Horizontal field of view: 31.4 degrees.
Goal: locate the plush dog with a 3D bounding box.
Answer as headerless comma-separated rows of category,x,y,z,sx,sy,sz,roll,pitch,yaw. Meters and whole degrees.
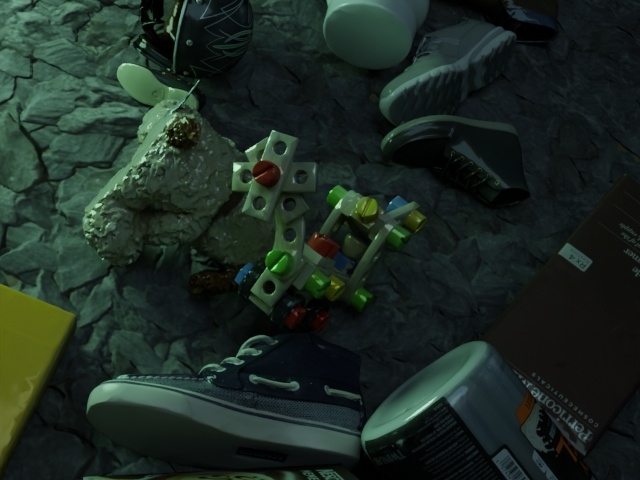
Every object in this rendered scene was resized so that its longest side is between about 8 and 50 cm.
plush dog,-0.140,-0.056,1.468,0.225,0.210,0.262,40,54,-22

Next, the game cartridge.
game cartridge,-0.473,0.171,1.293,0.285,0.053,0.324,23,57,-2

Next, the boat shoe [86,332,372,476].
boat shoe,-0.101,0.181,1.358,0.340,0.127,0.158,16,50,-17

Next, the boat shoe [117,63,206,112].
boat shoe,-0.226,-0.215,1.616,0.133,0.049,0.042,25,26,8

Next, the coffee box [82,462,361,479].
coffee box,-0.099,0.316,1.208,0.297,0.168,0.119,0,91,-14

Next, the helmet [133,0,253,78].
helmet,-0.174,-0.308,1.614,0.161,0.169,0.169,29,52,26

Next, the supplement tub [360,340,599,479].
supplement tub,0.209,0.289,1.300,0.193,0.193,0.316,-40,94,-33

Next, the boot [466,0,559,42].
boot,0.294,-0.388,1.856,0.219,0.082,0.106,5,54,-16

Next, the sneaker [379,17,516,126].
sneaker,0.175,-0.259,1.745,0.115,0.105,0.281,35,48,27

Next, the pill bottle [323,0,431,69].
pill bottle,0.099,-0.410,1.763,0.161,0.161,0.283,19,55,-4

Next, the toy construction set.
toy construction set,0.000,0.000,1.405,0.151,0.327,0.215,40,95,32

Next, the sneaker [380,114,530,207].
sneaker,0.202,-0.111,1.649,0.222,0.083,0.118,-2,59,-19

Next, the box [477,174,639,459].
box,0.352,0.110,1.489,0.191,0.143,0.381,38,65,13
